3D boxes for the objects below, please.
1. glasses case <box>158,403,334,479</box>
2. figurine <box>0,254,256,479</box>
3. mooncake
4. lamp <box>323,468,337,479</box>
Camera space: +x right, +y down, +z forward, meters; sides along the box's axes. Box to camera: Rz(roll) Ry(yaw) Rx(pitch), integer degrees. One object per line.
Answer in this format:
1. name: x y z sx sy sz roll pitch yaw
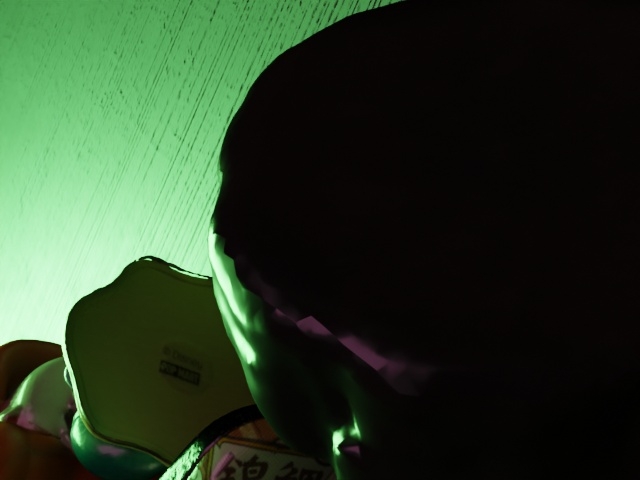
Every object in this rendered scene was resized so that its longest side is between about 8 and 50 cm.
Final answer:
1. glasses case: -0.082 0.233 0.959 0.321 0.122 0.082 -58 35 20
2. figurine: -0.162 0.141 1.076 0.257 0.181 0.208 -37 75 49
3. mooncake: 0.090 0.005 0.719 0.141 0.283 0.283 80 173 -48
4. lamp: 0.108 0.167 0.765 0.283 0.124 0.203 3 57 58
